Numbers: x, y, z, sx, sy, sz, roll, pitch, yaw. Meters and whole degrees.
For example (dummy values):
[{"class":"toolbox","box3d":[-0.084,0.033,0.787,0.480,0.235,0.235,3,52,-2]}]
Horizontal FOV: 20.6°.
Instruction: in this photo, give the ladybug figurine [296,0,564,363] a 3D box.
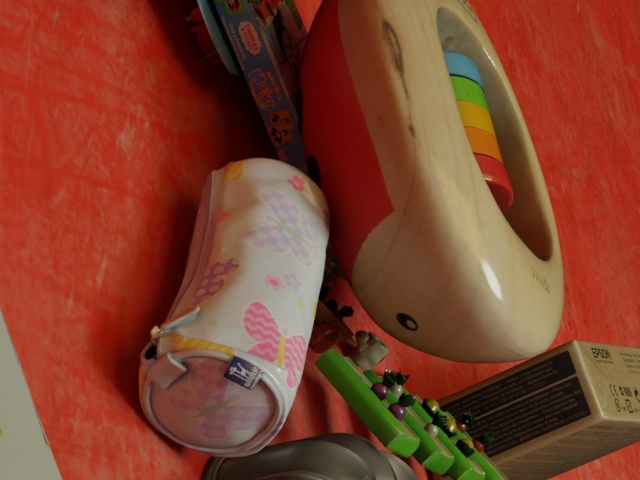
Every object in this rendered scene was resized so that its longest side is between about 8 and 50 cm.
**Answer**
[{"class":"ladybug figurine","box3d":[0.089,-0.079,1.619,0.305,0.162,0.449,40,32,-49]}]

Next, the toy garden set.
[{"class":"toy garden set","box3d":[0.073,0.130,1.599,0.204,0.049,0.244,48,9,34]}]

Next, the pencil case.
[{"class":"pencil case","box3d":[-0.066,0.049,1.427,0.124,0.113,0.273,27,37,-9]}]

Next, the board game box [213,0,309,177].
[{"class":"board game box","box3d":[-0.039,-0.173,1.692,0.160,0.039,0.212,-66,136,-68]}]

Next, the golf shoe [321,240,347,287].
[{"class":"golf shoe","box3d":[0.000,0.000,1.666,0.086,0.069,0.176,50,19,7]}]

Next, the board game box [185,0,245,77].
[{"class":"board game box","box3d":[-0.100,-0.210,1.664,0.168,0.033,0.133,1,70,-74]}]

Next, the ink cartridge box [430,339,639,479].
[{"class":"ink cartridge box","box3d":[0.233,0.179,1.784,0.234,0.193,0.088,12,56,-60]}]

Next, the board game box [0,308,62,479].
[{"class":"board game box","box3d":[-0.287,0.058,0.785,0.097,0.303,0.224,-3,71,-64]}]

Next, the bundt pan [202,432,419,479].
[{"class":"bundt pan","box3d":[0.032,0.297,1.391,0.331,0.124,0.331,43,34,-38]}]
